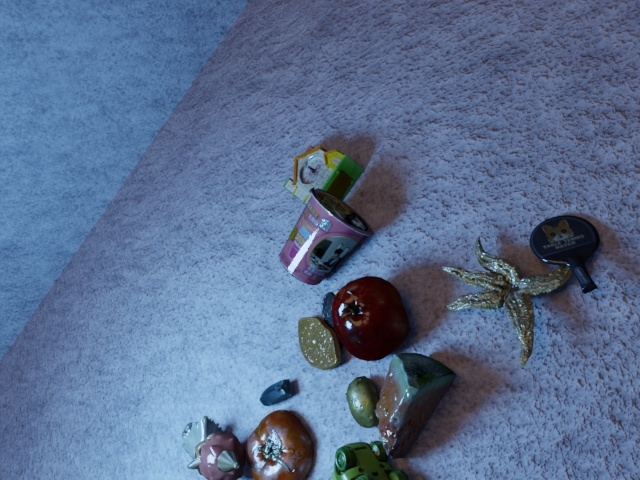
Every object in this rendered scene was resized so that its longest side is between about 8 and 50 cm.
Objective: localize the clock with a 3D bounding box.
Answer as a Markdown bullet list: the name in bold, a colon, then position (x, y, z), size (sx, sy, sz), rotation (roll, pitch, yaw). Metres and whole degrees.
- **clock**: position (-0.010, -0.230, 1.866), size (0.220, 0.106, 0.255), rotation (-55, 44, 5)

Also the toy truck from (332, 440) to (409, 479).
- **toy truck**: position (0.101, 0.612, 1.323), size (0.211, 0.148, 0.187), rotation (-60, 40, 37)

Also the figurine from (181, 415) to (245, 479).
- **figurine**: position (-0.329, 0.664, 1.616), size (0.386, 0.166, 0.207), rotation (0, 100, 60)

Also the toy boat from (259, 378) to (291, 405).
- **toy boat**: position (-0.145, 0.486, 1.656), size (0.141, 0.060, 0.055), rotation (-36, 50, 32)

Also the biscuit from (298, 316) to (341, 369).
- **biscuit**: position (-0.007, 0.317, 1.617), size (0.220, 0.028, 0.142), rotation (35, 110, 47)

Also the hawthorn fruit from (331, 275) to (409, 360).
- **hawthorn fruit**: position (0.125, 0.198, 1.424), size (0.210, 0.266, 0.230), rotation (-11, 64, 17)

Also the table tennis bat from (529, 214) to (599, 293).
- **table tennis bat**: position (0.581, 0.026, 1.224), size (0.150, 0.027, 0.236), rotation (-18, 41, 15)

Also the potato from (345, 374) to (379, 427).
- **potato**: position (0.118, 0.439, 1.434), size (0.091, 0.070, 0.138), rotation (-34, 50, 26)

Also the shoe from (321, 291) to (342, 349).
- **shoe**: position (0.049, 0.248, 1.616), size (0.071, 0.049, 0.179), rotation (-24, 71, 50)

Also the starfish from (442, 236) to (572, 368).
- **starfish**: position (0.433, 0.130, 1.296), size (0.293, 0.084, 0.302), rotation (20, 76, 42)

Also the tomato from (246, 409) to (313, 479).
- **tomato**: position (-0.135, 0.619, 1.550), size (0.236, 0.095, 0.237), rotation (-20, 57, 33)

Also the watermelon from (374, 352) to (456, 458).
- **watermelon**: position (0.210, 0.420, 1.308), size (0.139, 0.192, 0.257), rotation (26, 101, 46)

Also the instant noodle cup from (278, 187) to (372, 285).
- **instant noodle cup**: position (0.000, 0.000, 1.674), size (0.255, 0.243, 0.244), rotation (-53, 44, 17)
